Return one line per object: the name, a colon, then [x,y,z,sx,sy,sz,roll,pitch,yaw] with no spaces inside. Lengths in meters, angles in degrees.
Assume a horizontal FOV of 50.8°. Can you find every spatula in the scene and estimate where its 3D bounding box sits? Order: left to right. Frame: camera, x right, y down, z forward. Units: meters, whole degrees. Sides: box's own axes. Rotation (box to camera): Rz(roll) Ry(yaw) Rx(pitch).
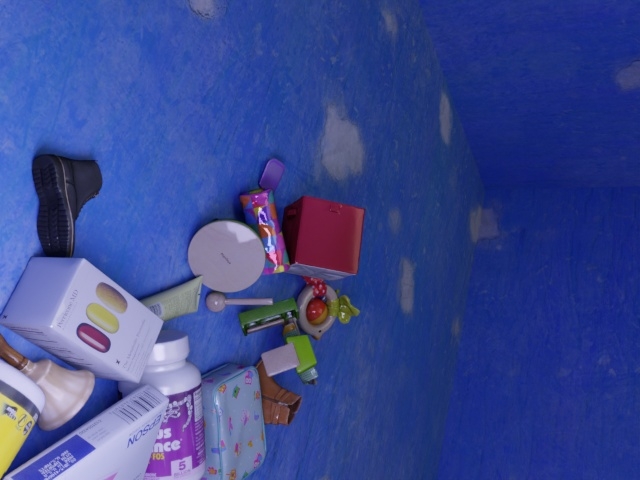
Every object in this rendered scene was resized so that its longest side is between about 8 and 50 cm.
spatula: [-0.152,-0.084,1.859,0.084,0.030,0.296,33,62,-57]

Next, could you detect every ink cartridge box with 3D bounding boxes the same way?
ink cartridge box: [-0.417,0.452,1.158,0.324,0.072,0.329,-31,145,-62]

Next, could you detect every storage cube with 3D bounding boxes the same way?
storage cube: [0.000,0.000,1.907,0.215,0.184,0.193,12,77,-19]

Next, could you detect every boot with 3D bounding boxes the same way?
boot: [-0.451,-0.060,1.250,0.137,0.077,0.197,-15,105,-67]
boot: [-0.118,0.404,1.802,0.073,0.153,0.197,58,42,-46]

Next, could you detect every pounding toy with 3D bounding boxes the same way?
pounding toy: [-0.215,0.045,1.633,0.110,0.183,0.236,-91,171,-69]

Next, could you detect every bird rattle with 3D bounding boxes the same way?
bird rattle: [0.002,0.189,2.067,0.206,0.143,0.253,-55,137,-22]

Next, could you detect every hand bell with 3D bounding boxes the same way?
hand bell: [-0.512,0.201,1.133,0.242,0.126,0.126,53,44,-31]

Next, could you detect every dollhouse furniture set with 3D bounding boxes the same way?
dollhouse furniture set: [-0.109,0.301,1.817,0.301,0.152,0.197,91,-21,-69]

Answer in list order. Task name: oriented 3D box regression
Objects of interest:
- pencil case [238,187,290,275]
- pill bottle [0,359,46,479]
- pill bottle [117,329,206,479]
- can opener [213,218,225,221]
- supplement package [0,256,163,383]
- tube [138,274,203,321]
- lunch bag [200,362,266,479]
pencil case: [-0.147,-0.021,1.777,0.104,0.105,0.236,-31,114,-58]
pill bottle: [-0.551,0.327,0.936,0.187,0.188,0.333,62,40,-43]
pill bottle: [-0.327,0.344,1.384,0.169,0.169,0.301,-13,102,-62]
can opener: [-0.216,0.018,1.707,0.073,0.059,0.186,-59,141,-43]
supplement package: [-0.427,0.148,1.226,0.244,0.134,0.138,53,45,-49]
tube: [-0.336,0.143,1.491,0.062,0.070,0.240,57,26,7]
lunch bag: [-0.226,0.452,1.646,0.224,0.108,0.278,-21,110,-64]
